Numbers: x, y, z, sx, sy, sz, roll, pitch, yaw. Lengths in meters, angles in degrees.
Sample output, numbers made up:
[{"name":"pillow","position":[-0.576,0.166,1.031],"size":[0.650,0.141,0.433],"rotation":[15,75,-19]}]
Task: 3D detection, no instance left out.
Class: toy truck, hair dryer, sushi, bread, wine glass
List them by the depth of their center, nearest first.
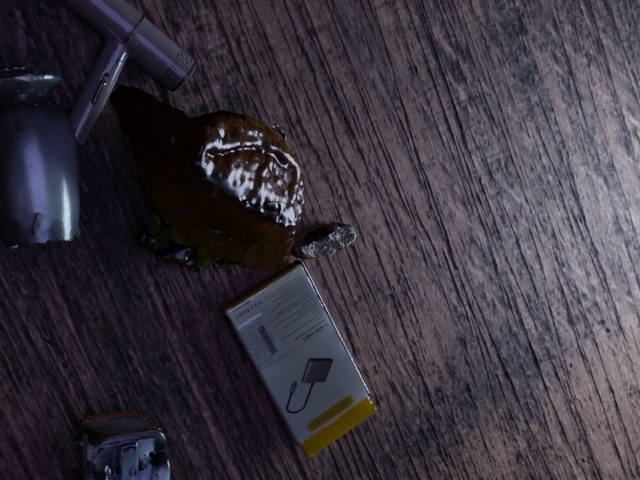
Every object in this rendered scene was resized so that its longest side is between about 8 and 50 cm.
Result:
[{"name":"wine glass","position":[-0.337,-0.095,1.259],"size":[0.111,0.111,0.204],"rotation":[-10,93,-23]},{"name":"hair dryer","position":[-0.293,-0.197,1.325],"size":[0.195,0.053,0.220],"rotation":[41,86,-22]},{"name":"sushi","position":[-0.135,-0.066,1.347],"size":[0.296,0.179,0.167],"rotation":[28,60,-47]},{"name":"toy truck","position":[-0.248,0.355,1.355],"size":[0.114,0.135,0.271],"rotation":[-5,102,-26]},{"name":"bread","position":[0.000,0.000,1.459],"size":[0.083,0.070,0.035],"rotation":[-24,104,-14]}]

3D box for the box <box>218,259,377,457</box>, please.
[{"name":"box","position":[-0.028,0.163,1.481],"size":[0.129,0.033,0.247],"rotation":[-32,107,-19]}]
